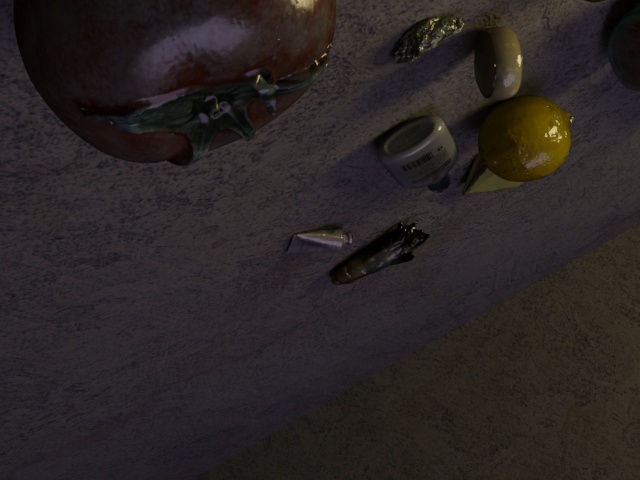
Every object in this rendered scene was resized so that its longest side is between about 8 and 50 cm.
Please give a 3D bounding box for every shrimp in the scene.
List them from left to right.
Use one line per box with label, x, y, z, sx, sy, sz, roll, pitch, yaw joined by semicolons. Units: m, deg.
shrimp;0.162;0.044;2.240;0.289;0.075;0.178;-37;166;23

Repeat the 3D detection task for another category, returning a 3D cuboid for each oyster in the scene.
oyster;0.169;-0.310;1.433;0.098;0.037;0.100;-15;156;-30

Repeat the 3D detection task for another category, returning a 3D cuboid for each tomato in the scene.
tomato;-0.142;-0.224;0.899;0.316;0.282;0.317;-23;163;-8

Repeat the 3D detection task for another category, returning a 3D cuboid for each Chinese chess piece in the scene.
Chinese chess piece;0.297;-0.296;1.508;0.051;0.122;0.122;-6;157;-6

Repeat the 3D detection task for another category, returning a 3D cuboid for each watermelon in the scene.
watermelon;0.674;-0.377;1.677;0.148;0.226;0.318;-50;170;-8

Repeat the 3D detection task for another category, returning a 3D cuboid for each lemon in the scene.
lemon;0.403;-0.200;1.797;0.206;0.173;0.173;-23;159;-17

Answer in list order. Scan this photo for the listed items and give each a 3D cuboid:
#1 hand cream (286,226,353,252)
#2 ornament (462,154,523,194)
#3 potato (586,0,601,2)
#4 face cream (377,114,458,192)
hand cream;0.000;0.000;1.973;0.142;0.053;0.084;-4;152;-16
ornament;0.398;-0.158;2.072;0.180;0.059;0.201;-35;156;21
potato;0.466;-0.441;1.434;0.188;0.085;0.105;-23;138;-22
face cream;0.209;-0.160;1.798;0.144;0.071;0.291;-30;159;11
